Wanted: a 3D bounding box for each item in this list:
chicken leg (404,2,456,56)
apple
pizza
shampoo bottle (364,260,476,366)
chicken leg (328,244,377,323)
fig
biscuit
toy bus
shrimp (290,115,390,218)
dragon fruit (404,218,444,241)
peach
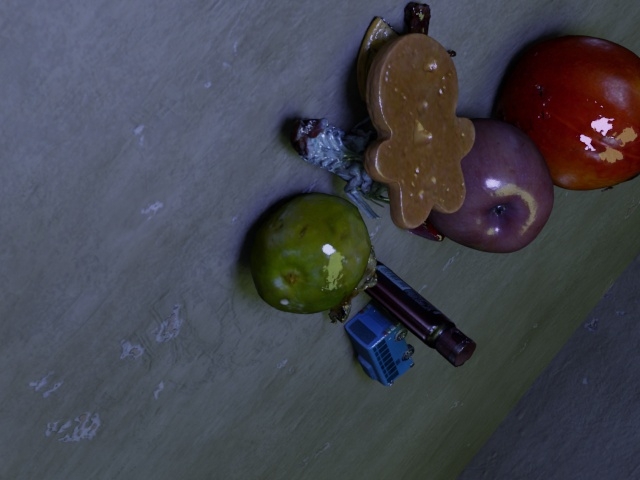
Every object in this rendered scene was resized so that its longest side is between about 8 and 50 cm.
[{"bbox_3d":[0.211,-0.332,1.641,0.177,0.083,0.322,-59,147,-2],"label":"chicken leg"},{"bbox_3d":[0.356,-0.112,1.765,0.306,0.235,0.305,-2,128,-3],"label":"apple"},{"bbox_3d":[0.119,-0.334,1.525,0.099,0.035,0.160,6,119,-7],"label":"pizza"},{"bbox_3d":[0.220,0.168,1.897,0.084,0.323,0.129,-55,147,9],"label":"shampoo bottle"},{"bbox_3d":[0.075,0.097,1.877,0.103,0.088,0.227,-31,140,-47],"label":"chicken leg"},{"bbox_3d":[-0.015,-0.008,1.624,0.233,0.233,0.314,81,14,-48],"label":"fig"},{"bbox_3d":[0.179,-0.205,1.523,0.275,0.052,0.354,-25,110,-34],"label":"biscuit"},{"bbox_3d":[0.155,0.273,2.112,0.133,0.116,0.234,-40,143,-13],"label":"toy bus"},{"bbox_3d":[0.086,-0.160,1.597,0.411,0.166,0.221,15,89,-38],"label":"shrimp"},{"bbox_3d":[0.232,-0.066,1.908,0.147,0.096,0.102,48,70,-25],"label":"dragon fruit"},{"bbox_3d":[0.587,-0.288,1.855,0.370,0.370,0.370,-29,141,-27],"label":"peach"}]
